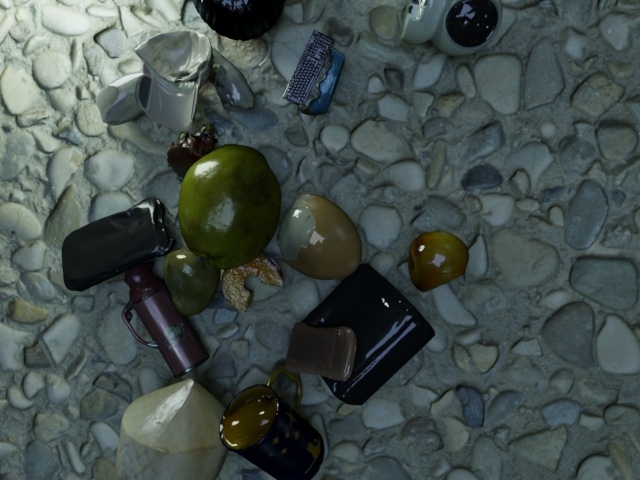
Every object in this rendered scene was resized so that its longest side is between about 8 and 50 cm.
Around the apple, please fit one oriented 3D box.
[{"bbox_3d":[0.310,0.057,1.273,0.147,0.146,0.163,-1,91,0],"label":"apple"}]

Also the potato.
[{"bbox_3d":[-0.348,0.113,1.314,0.157,0.157,0.194,6,108,4],"label":"potato"}]

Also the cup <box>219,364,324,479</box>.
[{"bbox_3d":[-0.090,0.486,1.281,0.255,0.178,0.256,-51,127,-17],"label":"cup"}]

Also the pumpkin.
[{"bbox_3d":[-0.208,-0.646,1.218,0.247,0.248,0.248,0,93,4],"label":"pumpkin"}]

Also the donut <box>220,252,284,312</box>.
[{"bbox_3d":[-0.189,0.102,1.346,0.181,0.078,0.146,-35,89,11],"label":"donut"}]

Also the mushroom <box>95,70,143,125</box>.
[{"bbox_3d":[-0.474,-0.408,1.325,0.270,0.103,0.118,-21,91,-1],"label":"mushroom"}]

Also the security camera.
[{"bbox_3d":[0.333,-0.569,1.219,0.236,0.194,0.195,16,94,-2],"label":"security camera"}]

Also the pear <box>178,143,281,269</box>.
[{"bbox_3d":[-0.230,-0.089,1.247,0.268,0.269,0.321,16,72,3],"label":"pear"}]

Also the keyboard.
[{"bbox_3d":[-0.034,-0.472,1.333,0.067,0.011,0.202,27,95,1],"label":"keyboard"}]

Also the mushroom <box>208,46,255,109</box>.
[{"bbox_3d":[-0.281,-0.456,1.316,0.278,0.096,0.099,46,50,2],"label":"mushroom"}]

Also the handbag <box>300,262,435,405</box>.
[{"bbox_3d":[0.115,0.245,1.297,0.302,0.178,0.275,-47,46,7],"label":"handbag"}]

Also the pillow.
[{"bbox_3d":[-0.002,0.280,1.229,0.211,0.034,0.135,-1,69,37],"label":"pillow"}]

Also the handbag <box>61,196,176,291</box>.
[{"bbox_3d":[-0.559,0.009,1.341,0.332,0.075,0.192,-22,61,5],"label":"handbag"}]

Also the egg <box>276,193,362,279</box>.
[{"bbox_3d":[0.000,0.000,1.265,0.244,0.201,0.201,36,95,-9],"label":"egg"}]

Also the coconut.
[{"bbox_3d":[-0.372,0.512,1.278,0.328,0.329,0.329,0,93,4],"label":"coconut"}]

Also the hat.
[{"bbox_3d":[-0.354,-0.406,1.254,0.219,0.164,0.226,19,133,17],"label":"hat"}]

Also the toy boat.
[{"bbox_3d":[0.004,-0.422,1.300,0.077,0.075,0.186,19,98,0],"label":"toy boat"}]

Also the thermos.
[{"bbox_3d":[-0.450,0.219,1.351,0.136,0.109,0.330,-30,91,6],"label":"thermos"}]

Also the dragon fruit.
[{"bbox_3d":[-0.336,-0.235,1.324,0.175,0.142,0.138,-54,129,-13],"label":"dragon fruit"}]
